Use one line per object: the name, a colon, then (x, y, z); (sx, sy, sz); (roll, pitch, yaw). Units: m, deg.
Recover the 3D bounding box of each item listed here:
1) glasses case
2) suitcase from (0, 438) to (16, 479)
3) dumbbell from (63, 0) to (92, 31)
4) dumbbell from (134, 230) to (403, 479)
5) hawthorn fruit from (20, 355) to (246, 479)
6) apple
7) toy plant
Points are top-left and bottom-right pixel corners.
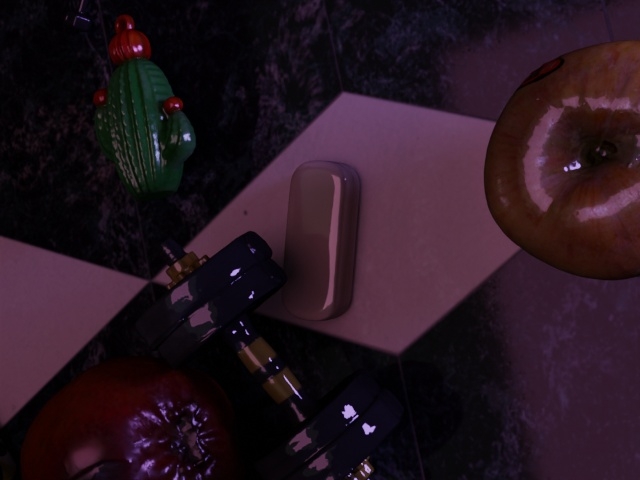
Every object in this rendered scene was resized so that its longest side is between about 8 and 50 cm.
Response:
glasses case: (0.000, 0.000, 1.455); (0.083, 0.050, 0.196); (7, 92, 29)
suitcase: (-0.563, 0.300, 1.659); (0.143, 0.194, 0.235); (-48, 69, 26)
dumbbell: (-0.326, -0.330, 1.638); (0.036, 0.040, 0.083); (30, 104, 55)
dumbbell: (-0.058, 0.150, 1.373); (0.185, 0.185, 0.388); (-41, 88, 21)
hawthorn fruit: (-0.243, 0.285, 1.467); (0.307, 0.265, 0.265); (-36, 73, 39)
apple: (0.299, -0.082, 1.225); (0.261, 0.194, 0.260); (0, 89, 25)
toy plant: (-0.244, -0.165, 1.566); (0.154, 0.088, 0.240); (-49, 61, 33)
